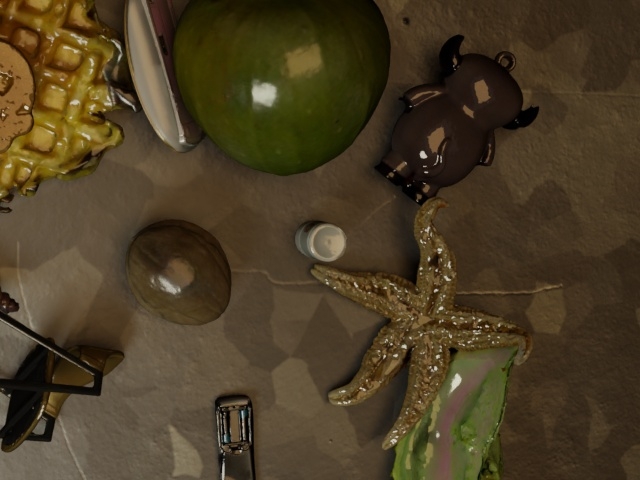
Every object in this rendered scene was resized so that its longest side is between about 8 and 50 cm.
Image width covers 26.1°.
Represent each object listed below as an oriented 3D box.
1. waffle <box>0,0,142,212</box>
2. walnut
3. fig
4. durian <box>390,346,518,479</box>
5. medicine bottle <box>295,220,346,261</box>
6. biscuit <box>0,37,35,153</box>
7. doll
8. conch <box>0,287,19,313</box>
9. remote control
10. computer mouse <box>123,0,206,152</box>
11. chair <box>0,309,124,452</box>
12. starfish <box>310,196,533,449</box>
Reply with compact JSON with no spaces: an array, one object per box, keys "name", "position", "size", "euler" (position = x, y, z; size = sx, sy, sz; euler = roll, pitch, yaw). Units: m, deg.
[{"name":"waffle","position":[-0.455,-0.230,1.854],"size":[0.380,0.095,0.382],"euler":[-25,102,-11]},{"name":"walnut","position":[-0.196,0.045,1.914],"size":[0.162,0.140,0.140],"euler":[27,86,-12]},{"name":"fig","position":[-0.048,-0.219,1.870],"size":[0.316,0.316,0.316],"euler":[-1,94,-15]},{"name":"durian","position":[0.201,0.315,2.018],"size":[0.157,0.169,0.355],"euler":[13,75,-14]},{"name":"medicine bottle","position":[0.000,0.000,1.990],"size":[0.057,0.089,0.057],"euler":[-1,93,-15]},{"name":"biscuit","position":[-0.479,-0.217,1.790],"size":[0.249,0.035,0.184],"euler":[26,93,-17]},{"name":"doll","position":[0.198,-0.172,2.019],"size":[0.182,0.117,0.257],"euler":[38,85,-19]},{"name":"conch","position":[-0.524,0.073,1.863],"size":[0.233,0.086,0.080],"euler":[-5,135,-2]},{"name":"remote control","position":[-0.122,0.331,2.009],"size":[0.059,0.028,0.212],"euler":[-5,95,-16]},{"name":"computer mouse","position":[-0.220,-0.239,1.896],"size":[0.056,0.126,0.245],"euler":[-11,100,16]},{"name":"chair","position":[-0.392,0.192,1.843],"size":[0.247,0.159,0.172],"euler":[25,47,-24]},{"name":"starfish","position":[0.151,0.123,2.014],"size":[0.327,0.094,0.375],"euler":[1,95,16]}]
